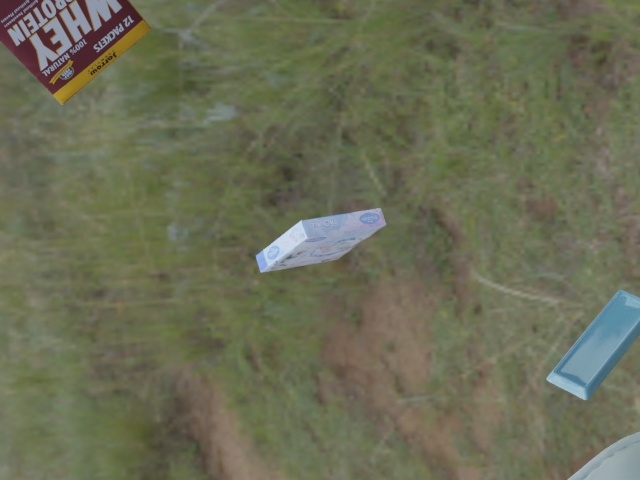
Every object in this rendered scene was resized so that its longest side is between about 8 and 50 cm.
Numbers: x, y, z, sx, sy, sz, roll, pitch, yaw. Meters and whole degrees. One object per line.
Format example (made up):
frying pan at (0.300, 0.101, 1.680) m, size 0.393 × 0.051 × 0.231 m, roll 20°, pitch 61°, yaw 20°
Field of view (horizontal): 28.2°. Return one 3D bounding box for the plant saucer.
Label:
plant saucer at (0.395, 0.140, 1.781) m, size 0.067 × 0.192 × 0.018 m, roll 26°, pitch 148°, yaw 33°

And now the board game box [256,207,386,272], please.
board game box at (0.000, 0.000, 1.178) m, size 0.090 × 0.090 × 0.020 m, roll -35°, pitch 69°, yaw 52°

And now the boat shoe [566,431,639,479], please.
boat shoe at (0.199, 0.196, 0.868) m, size 0.068 × 0.228 × 0.081 m, roll 79°, pitch 164°, yaw -45°

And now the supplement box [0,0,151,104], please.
supplement box at (-0.314, -0.286, 1.353) m, size 0.194 × 0.129 × 0.191 m, roll 49°, pitch 179°, yaw 37°
